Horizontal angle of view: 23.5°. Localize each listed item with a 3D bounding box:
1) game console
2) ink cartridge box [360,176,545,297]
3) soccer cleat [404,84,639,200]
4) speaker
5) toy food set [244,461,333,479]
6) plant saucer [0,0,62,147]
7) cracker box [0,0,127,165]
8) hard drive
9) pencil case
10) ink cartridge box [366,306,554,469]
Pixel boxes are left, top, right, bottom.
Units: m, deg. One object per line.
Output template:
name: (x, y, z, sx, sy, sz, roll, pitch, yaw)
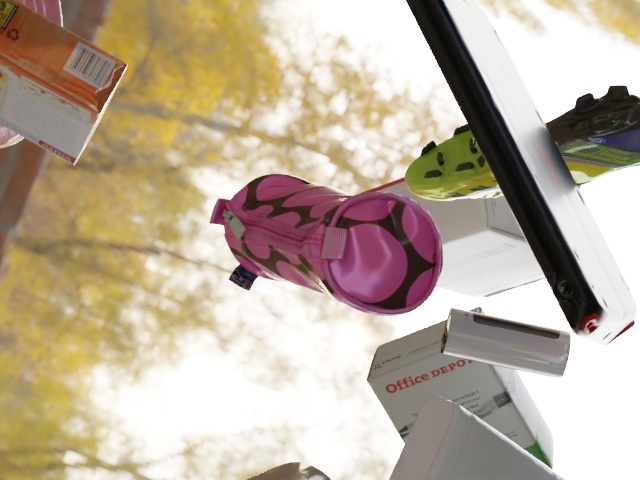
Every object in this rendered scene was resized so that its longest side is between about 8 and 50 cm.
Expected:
game console: (0.182, -0.081, 1.452, 0.060, 0.387, 0.342, -29, 168, 15)
ink cartridge box: (0.221, -0.015, 2.181, 0.207, 0.283, 0.117, -20, -112, 34)
soccer cleat: (0.240, -0.082, 1.723, 0.093, 0.289, 0.121, -109, -177, -51)
speaker: (0.201, 0.112, 1.680, 0.055, 0.136, 0.055, 12, 90, -90)
toy food set: (-0.133, 0.349, 1.562, 0.306, 0.092, 0.220, -28, -173, 23)
plant saucer: (-0.450, -0.268, 1.857, 0.084, 0.332, 0.332, -20, 148, -49)
cracker box: (-0.302, -0.169, 1.635, 0.067, 0.155, 0.232, -63, -171, -17)
hard drive: (0.131, 0.275, 1.378, 0.040, 0.307, 0.203, 19, -101, 34)
pencil case: (0.000, 0.000, 1.073, 0.209, 0.098, 0.095, 9, -104, 66)
ink cartridge box: (0.172, 0.203, 1.871, 0.153, 0.208, 0.087, -22, -160, 20)
